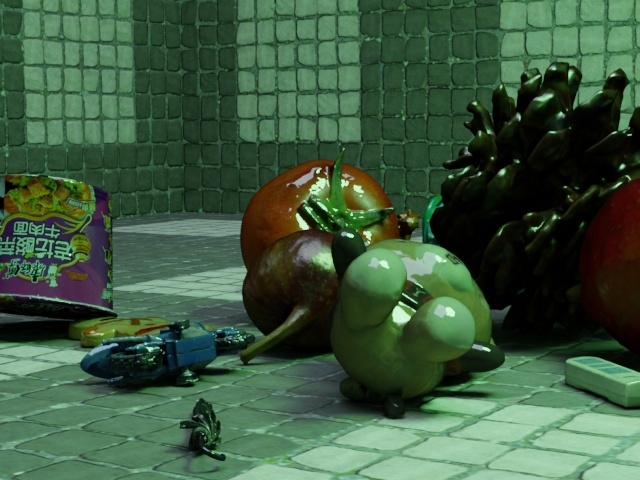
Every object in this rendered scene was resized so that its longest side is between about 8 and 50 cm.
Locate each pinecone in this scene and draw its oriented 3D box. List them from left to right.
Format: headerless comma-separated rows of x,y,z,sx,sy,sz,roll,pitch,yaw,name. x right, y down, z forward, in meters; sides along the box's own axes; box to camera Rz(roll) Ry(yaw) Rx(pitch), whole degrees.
0.343,-0.074,1.786,0.397,0.398,0.398,-1,5,0,pinecone

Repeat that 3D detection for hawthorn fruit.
0.444,0.039,1.536,0.307,0.265,0.265,-21,-10,42,hawthorn fruit

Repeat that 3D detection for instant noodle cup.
-0.421,0.012,1.891,0.251,0.190,0.251,4,-10,1,instant noodle cup

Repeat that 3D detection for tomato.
0.000,0.000,1.961,0.255,0.256,0.224,-3,-12,-23,tomato

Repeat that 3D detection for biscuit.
-0.270,0.130,1.788,0.234,0.030,0.153,4,5,41,biscuit

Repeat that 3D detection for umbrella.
-0.120,0.174,1.234,0.044,0.044,0.269,26,-1,-10,umbrella

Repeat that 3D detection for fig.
-0.020,0.082,1.675,0.175,0.175,0.207,-1,20,2,fig

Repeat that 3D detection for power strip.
0.325,0.158,1.393,0.047,0.030,0.191,-3,5,-17,power strip

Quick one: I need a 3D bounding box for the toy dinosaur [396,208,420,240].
0.089,0.040,2.214,0.208,0.097,0.432,-26,-12,-6,toy dinosaur

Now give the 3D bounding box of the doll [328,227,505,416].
0.100,0.095,1.447,0.235,0.174,0.330,31,14,8,doll

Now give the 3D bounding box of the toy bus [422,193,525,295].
0.341,0.010,2.170,0.343,0.184,0.199,1,9,22,toy bus

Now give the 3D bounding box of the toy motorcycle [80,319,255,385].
-0.180,0.134,1.521,0.205,0.076,0.114,-8,0,-43,toy motorcycle
